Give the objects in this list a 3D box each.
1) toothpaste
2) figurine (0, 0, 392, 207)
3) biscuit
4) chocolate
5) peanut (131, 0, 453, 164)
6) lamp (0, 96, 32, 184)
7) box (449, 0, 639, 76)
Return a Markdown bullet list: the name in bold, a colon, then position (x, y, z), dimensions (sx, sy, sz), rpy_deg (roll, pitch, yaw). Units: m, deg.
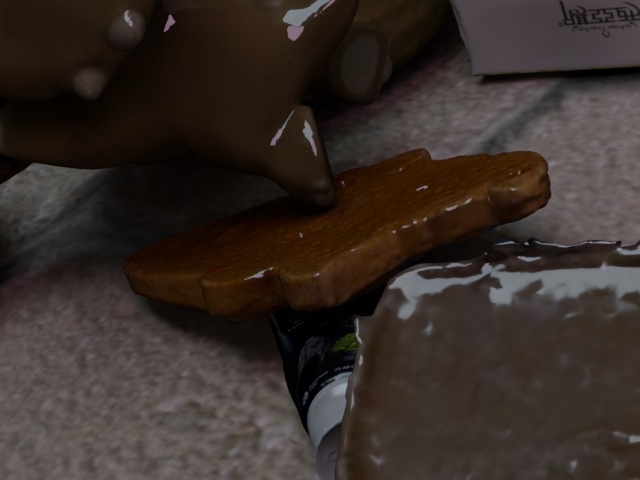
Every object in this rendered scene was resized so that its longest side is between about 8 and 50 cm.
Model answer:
- **toothpaste**: position (0.007, 0.059, 0.735), dimensions (0.071, 0.045, 0.193), rpy_deg (-19, 24, 3)
- **figurine**: position (-0.089, -0.137, 0.797), dimensions (0.247, 0.173, 0.177), rpy_deg (14, 41, 8)
- **biscuit**: position (0.000, 0.000, 0.801), dimensions (0.280, 0.043, 0.183), rpy_deg (-16, 13, 33)
- **chocolate**: position (0.137, 0.077, 0.581), dimensions (0.261, 0.083, 0.161), rpy_deg (-3, 46, 24)
- **peanut**: position (-0.035, -0.156, 0.981), dimensions (0.340, 0.158, 0.174), rpy_deg (-17, 6, 2)
- **lamp**: position (-0.266, -0.036, 0.952), dimensions (0.223, 0.151, 0.215), rpy_deg (27, 97, 25)
- **box**: position (0.212, -0.221, 0.944), dimensions (0.194, 0.111, 0.260), rpy_deg (1, 37, 34)
